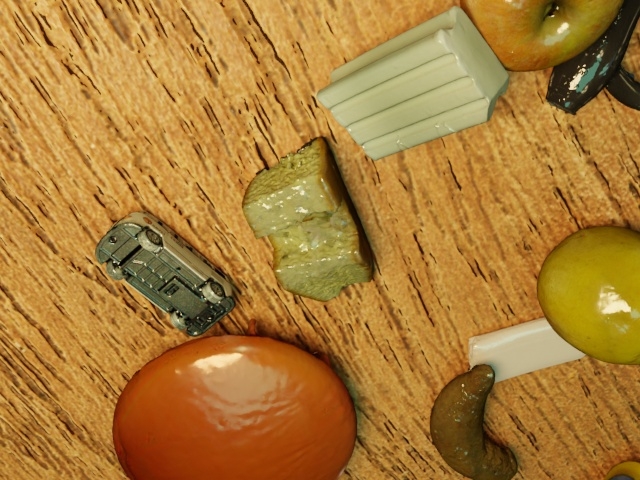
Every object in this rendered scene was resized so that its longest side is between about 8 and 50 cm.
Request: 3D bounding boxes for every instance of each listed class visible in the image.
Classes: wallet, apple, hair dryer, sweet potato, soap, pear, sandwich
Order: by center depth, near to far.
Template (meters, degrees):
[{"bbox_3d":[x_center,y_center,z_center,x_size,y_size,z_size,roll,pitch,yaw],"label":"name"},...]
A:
[{"bbox_3d":[0.242,-0.283,0.766,0.183,0.155,0.182,-2,133,-3],"label":"apple"},{"bbox_3d":[0.104,-0.173,0.797,0.119,0.066,0.198,44,146,-25],"label":"soap"},{"bbox_3d":[0.405,-0.219,0.876,0.219,0.075,0.195,24,105,-28],"label":"hair dryer"},{"bbox_3d":[0.000,0.000,0.914,0.122,0.128,0.235,-20,118,15],"label":"sandwich"},{"bbox_3d":[0.399,0.074,0.959,0.200,0.200,0.199,-2,119,-4],"label":"pear"},{"bbox_3d":[0.325,0.169,1.088,0.190,0.033,0.095,-18,118,4],"label":"wallet"},{"bbox_3d":[0.244,0.316,1.125,0.124,0.098,0.310,-18,123,6],"label":"sweet potato"}]

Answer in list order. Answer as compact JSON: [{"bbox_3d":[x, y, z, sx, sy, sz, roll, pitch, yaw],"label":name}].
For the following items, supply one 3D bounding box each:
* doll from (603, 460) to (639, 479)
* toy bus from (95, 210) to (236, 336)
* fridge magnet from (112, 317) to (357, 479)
[{"bbox_3d":[0.609,0.445,1.194,0.243,0.159,0.310,9,114,-9],"label":"doll"},{"bbox_3d":[-0.207,0.038,0.934,0.087,0.089,0.194,-39,115,17],"label":"toy bus"},{"bbox_3d":[-0.126,0.283,1.039,0.364,0.155,0.363,-2,120,-4],"label":"fridge magnet"}]
